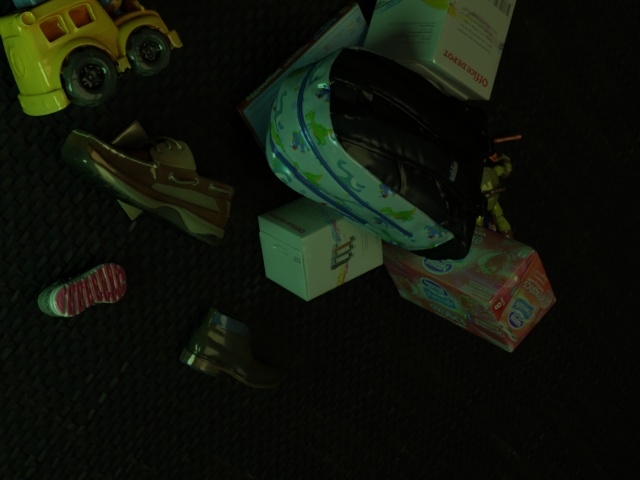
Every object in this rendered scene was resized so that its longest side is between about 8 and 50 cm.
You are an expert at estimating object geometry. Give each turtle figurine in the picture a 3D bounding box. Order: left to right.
[{"bbox_3d":[0.329,-0.093,2.114,0.269,0.087,0.217,-26,112,-34],"label":"turtle figurine"}]

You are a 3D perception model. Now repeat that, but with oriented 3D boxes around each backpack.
[{"bbox_3d":[0.087,-0.154,1.722,0.355,0.273,0.290,32,61,-49],"label":"backpack"}]

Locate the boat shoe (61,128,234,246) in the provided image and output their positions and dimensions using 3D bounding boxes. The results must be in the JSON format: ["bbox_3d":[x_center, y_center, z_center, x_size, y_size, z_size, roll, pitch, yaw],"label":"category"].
[{"bbox_3d":[-0.246,-0.099,1.600,0.324,0.122,0.120,33,81,-52],"label":"boat shoe"}]

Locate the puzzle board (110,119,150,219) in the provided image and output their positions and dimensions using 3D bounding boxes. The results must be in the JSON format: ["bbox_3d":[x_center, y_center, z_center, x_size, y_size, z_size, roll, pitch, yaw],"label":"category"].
[{"bbox_3d":[-0.286,-0.107,1.641,0.096,0.011,0.128,-44,131,-16],"label":"puzzle board"}]

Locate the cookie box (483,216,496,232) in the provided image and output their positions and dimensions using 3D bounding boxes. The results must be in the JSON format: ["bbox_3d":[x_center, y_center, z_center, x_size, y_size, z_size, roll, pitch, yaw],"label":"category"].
[{"bbox_3d":[0.327,0.005,2.216,0.091,0.040,0.107,26,90,-44],"label":"cookie box"}]

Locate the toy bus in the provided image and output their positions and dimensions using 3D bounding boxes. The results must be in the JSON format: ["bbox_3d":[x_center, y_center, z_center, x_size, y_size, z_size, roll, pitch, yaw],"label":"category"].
[{"bbox_3d":[-0.327,-0.296,1.443,0.220,0.149,0.212,-33,112,-30],"label":"toy bus"}]

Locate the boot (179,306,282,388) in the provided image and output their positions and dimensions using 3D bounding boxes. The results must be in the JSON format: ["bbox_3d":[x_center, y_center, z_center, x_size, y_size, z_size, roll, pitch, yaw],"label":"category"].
[{"bbox_3d":[-0.133,0.188,1.861,0.219,0.082,0.106,21,97,-43],"label":"boot"}]

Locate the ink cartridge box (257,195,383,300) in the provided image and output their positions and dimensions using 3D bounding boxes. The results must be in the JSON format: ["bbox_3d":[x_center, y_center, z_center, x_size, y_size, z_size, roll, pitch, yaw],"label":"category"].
[{"bbox_3d":[0.000,0.000,1.861,0.176,0.128,0.127,-24,123,-31],"label":"ink cartridge box"}]

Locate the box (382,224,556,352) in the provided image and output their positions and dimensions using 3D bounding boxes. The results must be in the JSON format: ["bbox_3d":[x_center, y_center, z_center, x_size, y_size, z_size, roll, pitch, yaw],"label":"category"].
[{"bbox_3d":[0.269,0.062,2.007,0.142,0.300,0.154,-45,133,-17],"label":"box"}]

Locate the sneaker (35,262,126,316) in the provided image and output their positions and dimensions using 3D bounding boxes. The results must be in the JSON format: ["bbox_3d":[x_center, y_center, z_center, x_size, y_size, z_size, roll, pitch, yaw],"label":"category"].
[{"bbox_3d":[-0.364,0.075,1.622,0.170,0.074,0.063,-27,110,-57],"label":"sneaker"}]

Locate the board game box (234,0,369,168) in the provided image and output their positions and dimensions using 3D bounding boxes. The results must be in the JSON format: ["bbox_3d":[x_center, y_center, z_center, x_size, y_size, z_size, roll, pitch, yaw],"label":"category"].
[{"bbox_3d":[-0.011,-0.260,1.806,0.281,0.027,0.145,-45,131,-17],"label":"board game box"}]

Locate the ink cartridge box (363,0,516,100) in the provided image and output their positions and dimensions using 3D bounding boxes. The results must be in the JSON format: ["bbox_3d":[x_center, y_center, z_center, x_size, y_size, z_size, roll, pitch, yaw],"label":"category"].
[{"bbox_3d":[0.204,-0.375,1.817,0.171,0.168,0.233,24,79,-45],"label":"ink cartridge box"}]
